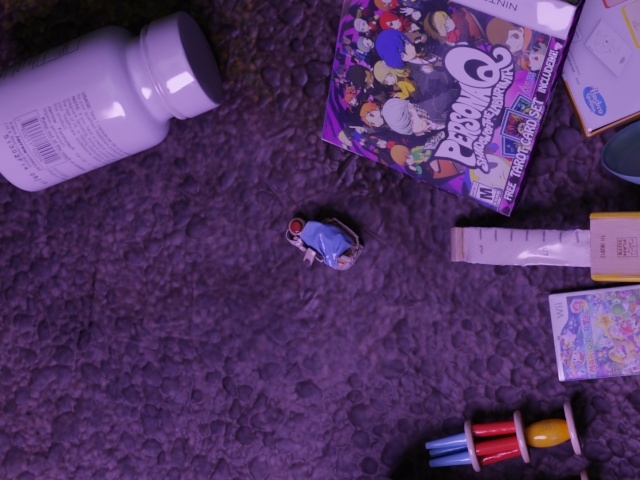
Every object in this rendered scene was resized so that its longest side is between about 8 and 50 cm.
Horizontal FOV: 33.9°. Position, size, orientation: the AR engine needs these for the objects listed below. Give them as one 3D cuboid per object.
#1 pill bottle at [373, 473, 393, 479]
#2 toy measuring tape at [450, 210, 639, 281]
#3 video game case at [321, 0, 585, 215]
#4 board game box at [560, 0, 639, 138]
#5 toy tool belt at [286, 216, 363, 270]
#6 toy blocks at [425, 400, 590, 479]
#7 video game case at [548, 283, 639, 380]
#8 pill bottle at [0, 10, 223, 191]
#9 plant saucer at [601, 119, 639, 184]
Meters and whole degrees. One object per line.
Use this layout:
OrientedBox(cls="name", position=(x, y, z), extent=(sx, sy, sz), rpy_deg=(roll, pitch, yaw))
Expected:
OrientedBox(cls="pill bottle", position=(0.179, 0.391, 0.951), extent=(0.392, 0.224, 0.224), rpy_deg=(28, 98, 11))
OrientedBox(cls="toy measuring tape", position=(0.290, 0.005, 0.993), extent=(0.330, 0.121, 0.121), rpy_deg=(0, 92, 36))
OrientedBox(cls="video game case", position=(0.113, -0.157, 0.973), extent=(0.210, 0.042, 0.232), rpy_deg=(25, 133, 16))
OrientedBox(cls="board game box", position=(0.352, -0.264, 0.969), extent=(0.316, 0.064, 0.242), rpy_deg=(-21, 87, 13))
OrientedBox(cls="toy tool belt", position=(0.000, 0.000, 1.068), extent=(0.083, 0.051, 0.052), rpy_deg=(29, 98, 11))
OrientedBox(cls="toy blocks", position=(0.186, 0.231, 1.030), extent=(0.148, 0.054, 0.123), rpy_deg=(-13, 88, 14))
OrientedBox(cls="video game case", position=(0.289, 0.089, 1.023), extent=(0.122, 0.011, 0.087), rpy_deg=(-7, 90, 14))
OrientedBox(cls="pill bottle", position=(-0.224, -0.146, 1.076), extent=(0.229, 0.131, 0.131), rpy_deg=(-19, 87, 13))
OrientedBox(cls="plant saucer", position=(0.321, -0.082, 0.967), extent=(0.119, 0.119, 0.021), rpy_deg=(-16, 119, 13))
